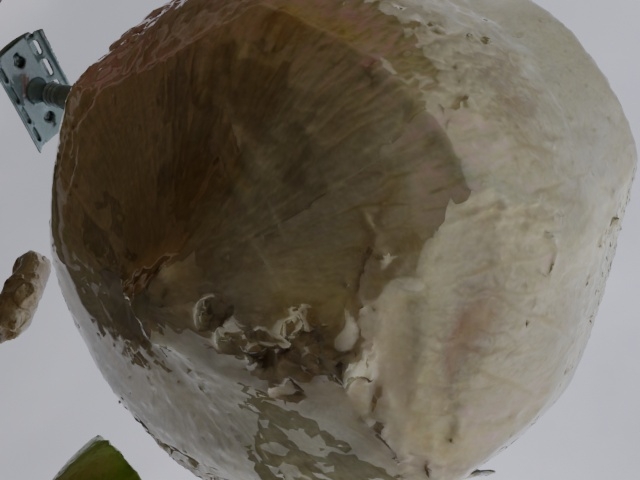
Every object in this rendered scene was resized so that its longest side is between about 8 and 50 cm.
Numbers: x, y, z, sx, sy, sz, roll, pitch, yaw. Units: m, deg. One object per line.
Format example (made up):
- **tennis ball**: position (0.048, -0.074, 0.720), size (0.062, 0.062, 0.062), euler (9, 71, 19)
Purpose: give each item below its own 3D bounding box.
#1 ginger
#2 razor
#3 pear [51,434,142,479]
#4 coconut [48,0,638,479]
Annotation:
- **ginger**: position (-0.334, 0.054, 1.759), size (0.069, 0.051, 0.173), euler (-53, -170, 21)
- **razor**: position (-0.196, -0.124, 1.437), size (0.232, 0.106, 0.068), euler (15, -128, 39)
- **pear**: position (-0.240, 0.439, 1.833), size (0.165, 0.398, 0.399), euler (-26, -159, -19)
- **coconut**: position (0.000, 0.000, 1.060), size (0.404, 0.405, 0.404), euler (-40, -145, 36)
